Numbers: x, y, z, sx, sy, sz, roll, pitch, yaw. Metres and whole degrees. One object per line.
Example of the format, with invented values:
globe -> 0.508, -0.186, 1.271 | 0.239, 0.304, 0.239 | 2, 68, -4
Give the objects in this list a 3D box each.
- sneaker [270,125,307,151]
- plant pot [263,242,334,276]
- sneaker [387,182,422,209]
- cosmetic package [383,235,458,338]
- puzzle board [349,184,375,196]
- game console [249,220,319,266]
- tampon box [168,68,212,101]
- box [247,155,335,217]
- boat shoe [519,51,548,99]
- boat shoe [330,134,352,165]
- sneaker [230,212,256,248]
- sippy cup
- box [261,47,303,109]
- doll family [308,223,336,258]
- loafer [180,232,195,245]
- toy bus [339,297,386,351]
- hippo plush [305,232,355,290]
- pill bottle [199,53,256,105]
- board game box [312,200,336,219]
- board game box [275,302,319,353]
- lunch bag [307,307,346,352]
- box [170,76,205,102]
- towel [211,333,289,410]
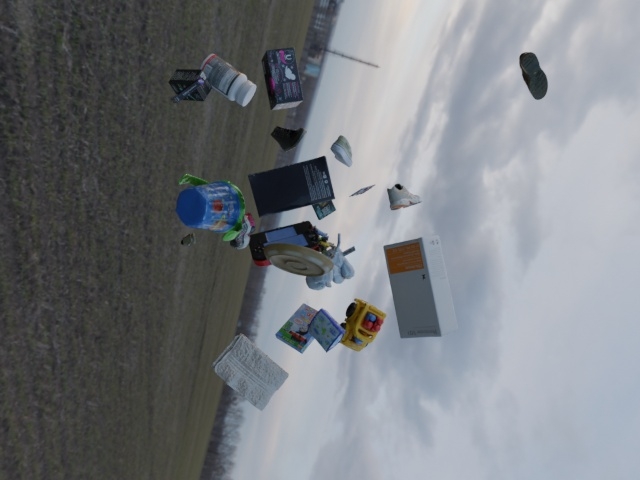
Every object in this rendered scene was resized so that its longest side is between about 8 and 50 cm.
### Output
sneaker -> -0.154, -0.486, 1.991 | 0.222, 0.118, 0.083 | -15, -142, 59
plant pot -> -0.074, 0.071, 1.408 | 0.236, 0.237, 0.032 | 120, -14, -68
sneaker -> 0.409, -0.222, 2.097 | 0.263, 0.099, 0.120 | -12, 84, -55
cosmetic package -> 0.467, 0.220, 2.037 | 0.230, 0.162, 0.452 | -17, -98, 43
puzzle board -> 0.222, -0.261, 2.293 | 0.128, 0.097, 0.011 | -29, -98, 59
game console -> -0.206, 0.006, 2.434 | 0.342, 0.387, 0.060 | -118, -164, -56
tampon box -> -0.663, -0.795, 2.210 | 0.120, 0.161, 0.101 | 65, 40, -57
box -> -0.116, -0.230, 1.828 | 0.343, 0.313, 0.178 | -100, 177, -81
boat shoe -> 0.749, -0.583, 1.524 | 0.064, 0.178, 0.060 | -28, -154, 17
boat shoe -> 0.134, -0.483, 2.368 | 0.094, 0.109, 0.302 | -56, 167, 2
sneaker -> -0.415, -0.044, 2.150 | 0.120, 0.112, 0.299 | 62, -30, 16
sippy cup -> -0.476, -0.141, 1.823 | 0.224, 0.306, 0.239 | -10, 112, -66
box -> -0.184, -0.775, 2.089 | 0.163, 0.142, 0.246 | -160, -121, -73
doll family -> 0.000, 0.000, 1.903 | 0.076, 0.112, 0.193 | -57, -146, 13
loafer -> -0.694, 0.001, 2.264 | 0.148, 0.050, 0.056 | -33, -112, 54
toy bus -> 0.189, 0.377, 1.865 | 0.220, 0.150, 0.211 | -62, -166, -9
hippo plush -> 0.054, 0.169, 2.261 | 0.294, 0.234, 0.236 | -40, -169, 41
pill bottle -> -0.505, -0.871, 2.363 | 0.161, 0.283, 0.161 | -56, -177, 5
board game box -> 0.004, -0.229, 2.527 | 0.026, 0.126, 0.186 | 11, -50, 61
board game box -> -0.082, 0.406, 2.016 | 0.211, 0.160, 0.039 | -46, 142, -31
lunch bag -> 0.028, 0.343, 1.688 | 0.096, 0.129, 0.151 | -34, 158, -30
box -> -0.609, -0.687, 1.982 | 0.162, 0.029, 0.116 | -40, -152, -12
towel -> -0.286, 0.533, 1.762 | 0.187, 0.282, 0.049 | -50, -177, -16
